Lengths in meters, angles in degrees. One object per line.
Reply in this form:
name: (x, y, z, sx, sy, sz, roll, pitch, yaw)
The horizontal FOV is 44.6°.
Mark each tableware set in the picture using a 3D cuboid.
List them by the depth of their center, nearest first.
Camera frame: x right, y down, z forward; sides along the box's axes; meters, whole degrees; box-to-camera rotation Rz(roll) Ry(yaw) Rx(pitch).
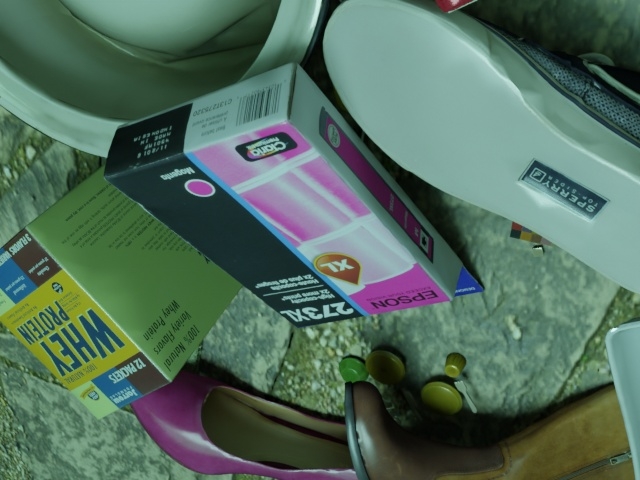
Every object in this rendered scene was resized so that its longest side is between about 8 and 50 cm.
tableware set: (0.099, 0.163, 0.900, 0.154, 0.024, 0.104, -18, 109, 33)

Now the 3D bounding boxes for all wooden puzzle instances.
wooden puzzle: (0.209, -0.020, 0.742, 0.049, 0.006, 0.083, 13, 125, 15)

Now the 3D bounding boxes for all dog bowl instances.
dog bowl: (-0.159, -0.276, 0.639, 0.408, 0.150, 0.407, 11, 127, 16)

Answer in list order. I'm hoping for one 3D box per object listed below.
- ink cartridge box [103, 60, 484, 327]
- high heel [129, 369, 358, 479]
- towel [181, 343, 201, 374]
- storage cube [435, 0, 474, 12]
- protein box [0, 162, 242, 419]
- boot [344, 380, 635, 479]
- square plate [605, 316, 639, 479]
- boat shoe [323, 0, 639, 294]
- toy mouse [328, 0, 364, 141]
ink cartridge box: (0.000, 0.000, 0.706, 0.176, 0.069, 0.371, -13, 146, 29)
high heel: (-0.046, 0.220, 0.941, 0.377, 0.127, 0.181, 28, 129, -10)
towel: (-0.208, 0.149, 1.018, 0.110, 0.027, 0.148, 23, 127, 7)
storage cube: (0.138, -0.289, 0.486, 0.215, 0.183, 0.193, -17, 113, 31)
protein box: (-0.219, 0.039, 0.842, 0.136, 0.199, 0.201, -30, 106, 35)
boot: (0.185, 0.217, 0.814, 0.281, 0.096, 0.264, -24, 99, 10)
square plate: (0.433, 0.138, 0.654, 0.344, 0.049, 0.347, -12, 131, 17)
boat shoe: (0.171, -0.100, 0.612, 0.341, 0.158, 0.127, 35, 135, -1)
toy mouse: (0.069, -0.159, 0.695, 0.143, 0.031, 0.161, -9, 117, 28)
